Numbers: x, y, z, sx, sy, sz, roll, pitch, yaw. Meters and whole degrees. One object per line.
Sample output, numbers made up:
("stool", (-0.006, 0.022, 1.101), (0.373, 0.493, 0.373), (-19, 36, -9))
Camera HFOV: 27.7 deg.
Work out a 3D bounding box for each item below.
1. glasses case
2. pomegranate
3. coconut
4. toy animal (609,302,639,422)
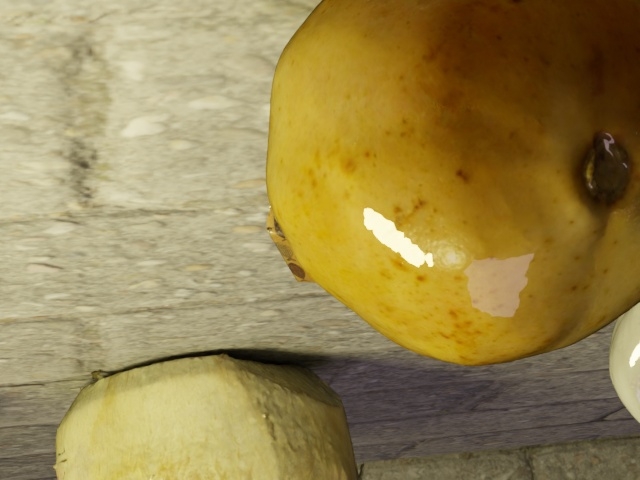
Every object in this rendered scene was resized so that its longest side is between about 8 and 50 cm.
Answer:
("glasses case", (0.000, 0.000, 1.105), (0.065, 0.041, 0.170), (2, 166, 8))
("pomegranate", (0.083, -0.047, 0.663), (0.233, 0.233, 0.233), (-7, 164, -2))
("coconut", (-0.133, 0.344, 1.660), (0.405, 0.404, 0.404), (-7, 164, -2))
("toy animal", (0.446, 0.059, 1.220), (0.357, 0.194, 0.257), (-12, 123, 6))
